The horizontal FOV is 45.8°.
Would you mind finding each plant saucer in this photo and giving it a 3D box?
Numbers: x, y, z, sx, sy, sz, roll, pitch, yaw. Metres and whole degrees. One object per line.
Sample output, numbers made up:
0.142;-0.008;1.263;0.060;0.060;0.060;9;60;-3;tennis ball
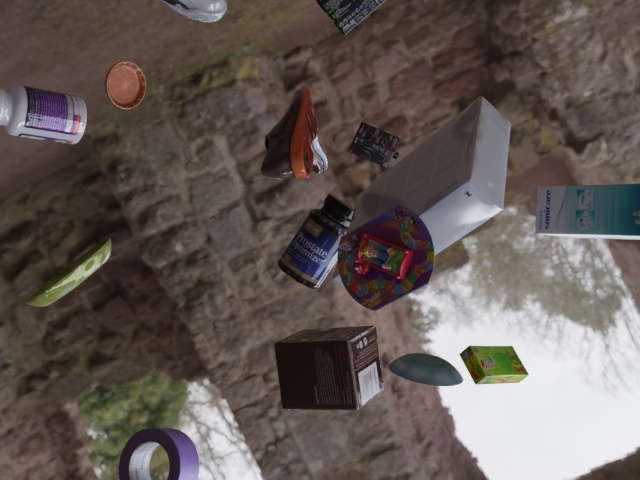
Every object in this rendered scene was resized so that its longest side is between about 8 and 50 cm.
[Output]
-0.577;0.081;1.768;0.241;0.037;0.241;-35;-167;9;plant saucer
0.273;0.323;1.945;0.195;0.037;0.195;9;-171;-1;plant saucer
-0.347;-0.276;1.346;0.013;0.083;0.083;14;-150;38;plant saucer

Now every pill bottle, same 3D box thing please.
0.000;0.000;1.868;0.219;0.123;0.123;-57;-179;7;pill bottle
-0.608;-0.270;1.608;0.194;0.108;0.108;5;163;-40;pill bottle

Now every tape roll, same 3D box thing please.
-0.397;0.557;1.862;0.189;0.188;0.080;-24;157;19;tape roll

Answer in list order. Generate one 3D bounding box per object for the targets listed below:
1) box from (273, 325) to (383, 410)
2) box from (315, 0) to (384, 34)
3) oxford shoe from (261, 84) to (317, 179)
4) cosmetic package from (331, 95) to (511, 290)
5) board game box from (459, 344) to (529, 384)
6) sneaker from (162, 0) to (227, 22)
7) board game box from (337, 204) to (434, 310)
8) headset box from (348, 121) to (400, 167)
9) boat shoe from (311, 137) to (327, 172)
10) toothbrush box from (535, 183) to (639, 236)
0.023;0.306;1.831;0.203;0.166;0.168;-6;-176;26;box
0.073;-0.649;1.909;0.191;0.184;0.045;-38;-163;16;box
-0.064;-0.221;1.506;0.099;0.096;0.271;-7;-141;12;oxford shoe
0.199;-0.077;1.500;0.377;0.097;0.284;-38;-161;39;cosmetic package
0.449;0.320;1.955;0.181;0.092;0.043;7;136;-39;board game box
-0.288;-0.628;1.528;0.210;0.365;0.137;-27;-162;44;sneaker
0.091;0.027;1.155;0.169;0.133;0.033;-30;161;28;board game box
0.097;-0.164;1.320;0.062;0.083;0.032;121;-8;-66;headset box
-0.036;-0.219;1.865;0.066;0.066;0.183;-43;146;-12;boat shoe
0.708;-0.066;1.850;0.296;0.126;0.216;0;178;45;toothbrush box
